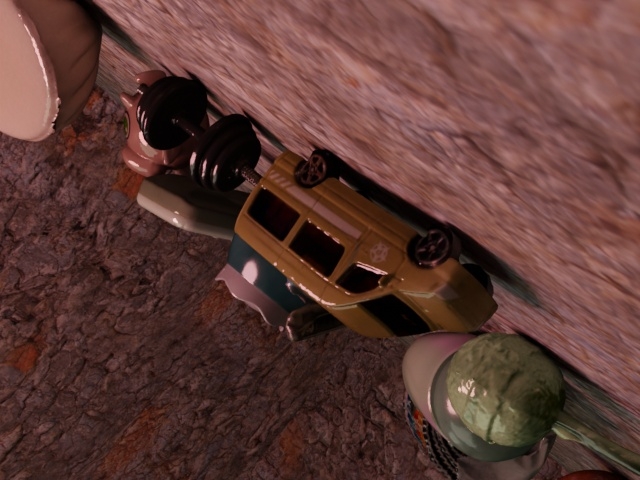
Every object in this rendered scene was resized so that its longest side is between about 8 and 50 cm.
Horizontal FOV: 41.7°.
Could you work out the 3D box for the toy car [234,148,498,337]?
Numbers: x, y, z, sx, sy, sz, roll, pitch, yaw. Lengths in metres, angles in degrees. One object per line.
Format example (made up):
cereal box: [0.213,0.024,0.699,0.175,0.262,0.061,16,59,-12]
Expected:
toy car: [0.035,0.018,0.766,0.256,0.124,0.101,37,177,41]

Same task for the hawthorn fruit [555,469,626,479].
hawthorn fruit: [0.541,0.544,1.613,0.231,0.263,0.235,-7,-137,-41]

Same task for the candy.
candy: [0.313,0.223,0.827,0.439,0.119,0.119,29,171,34]

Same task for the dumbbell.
dumbbell: [-0.142,-0.125,0.985,0.208,0.099,0.099,39,176,21]

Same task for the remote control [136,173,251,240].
remote control: [-0.090,-0.030,1.178,0.335,0.066,0.128,13,-168,-46]

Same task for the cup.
cup: [-0.035,0.015,1.046,0.167,0.173,0.300,36,175,22]

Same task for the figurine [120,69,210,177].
figurine: [-0.210,-0.151,1.126,0.125,0.125,0.138,66,-169,-82]

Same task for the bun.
bun: [-0.382,-0.279,1.130,0.263,0.175,0.263,23,134,27]

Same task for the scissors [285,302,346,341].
scissors: [0.040,0.070,0.906,0.138,0.041,0.289,1,-174,28]

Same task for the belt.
belt: [0.262,0.308,1.415,0.257,0.207,0.150,48,177,-12]

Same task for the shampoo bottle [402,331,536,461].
shampoo bottle: [0.217,0.214,1.156,0.222,0.151,0.349,41,176,6]
